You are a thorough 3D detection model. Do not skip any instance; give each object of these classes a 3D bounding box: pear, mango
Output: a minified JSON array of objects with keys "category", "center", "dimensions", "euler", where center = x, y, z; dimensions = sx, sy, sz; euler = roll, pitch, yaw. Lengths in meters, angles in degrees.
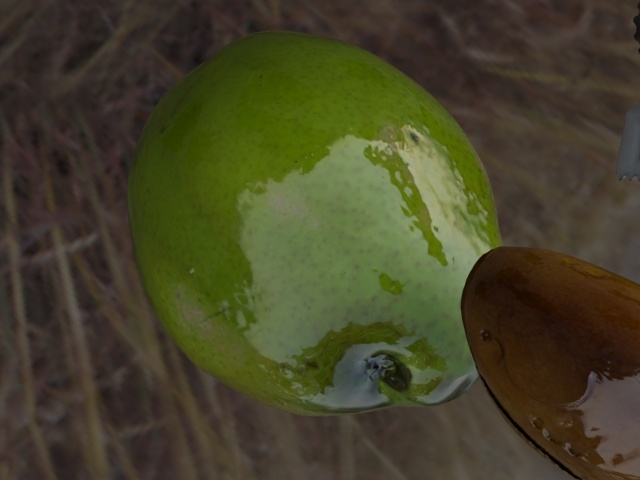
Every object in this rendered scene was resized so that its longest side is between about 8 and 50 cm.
[{"category":"pear","center":[0.000,0.000,0.901],"dimensions":[0.187,0.220,0.187],"euler":[-28,156,-14]},{"category":"mango","center":[0.097,0.046,0.587],"dimensions":[0.077,0.127,0.063],"euler":[-31,145,-46]}]

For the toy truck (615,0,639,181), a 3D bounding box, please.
[{"category":"toy truck","center":[0.261,-0.158,1.001],"dimensions":[0.111,0.136,0.286],"euler":[18,89,-17]}]
